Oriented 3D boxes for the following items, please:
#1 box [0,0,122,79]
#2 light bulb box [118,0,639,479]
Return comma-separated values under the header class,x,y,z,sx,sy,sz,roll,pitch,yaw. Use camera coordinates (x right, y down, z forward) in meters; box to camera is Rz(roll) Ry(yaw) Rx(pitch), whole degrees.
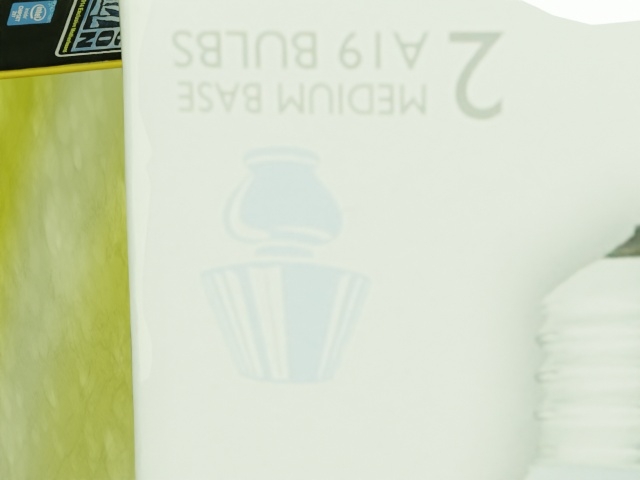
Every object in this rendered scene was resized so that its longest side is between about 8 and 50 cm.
class,x,y,z,sx,sy,sz,roll,pitch,yaw
box,-0.065,-0.223,0.975,0.079,0.257,0.322,68,149,27
light bulb box,0.140,0.097,0.489,0.225,0.357,0.361,-61,-30,-75
